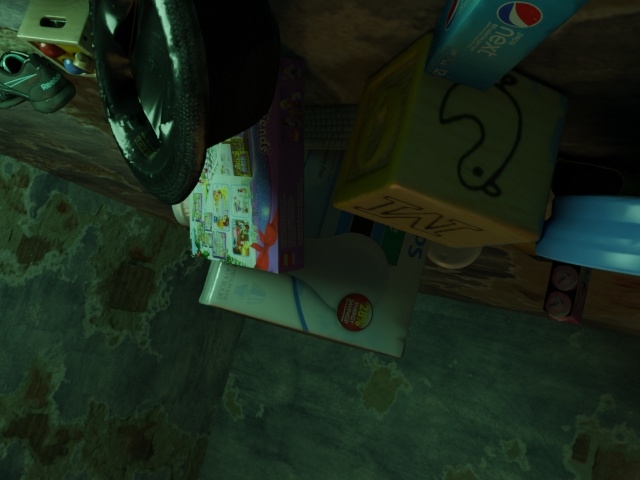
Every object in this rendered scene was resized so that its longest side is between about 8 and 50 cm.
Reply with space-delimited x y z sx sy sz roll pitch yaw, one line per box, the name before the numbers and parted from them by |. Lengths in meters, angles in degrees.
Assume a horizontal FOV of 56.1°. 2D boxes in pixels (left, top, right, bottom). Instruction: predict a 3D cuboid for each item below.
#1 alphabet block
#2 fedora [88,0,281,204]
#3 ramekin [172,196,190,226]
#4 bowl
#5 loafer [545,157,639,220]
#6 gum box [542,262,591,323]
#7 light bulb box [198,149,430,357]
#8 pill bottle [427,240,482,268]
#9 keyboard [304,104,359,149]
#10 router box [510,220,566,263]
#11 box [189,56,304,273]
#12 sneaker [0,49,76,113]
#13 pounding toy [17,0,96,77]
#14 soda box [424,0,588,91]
alphabet block | 0.154 -0.108 0.750 0.197 0.192 0.193 17 169 -17
fedora | -0.146 -0.201 0.683 0.153 0.333 0.334 -18 -170 -30
ramekin | -0.232 -0.128 1.282 0.109 0.207 0.207 4 170 7
bowl | 0.443 0.002 0.656 0.392 0.077 0.391 5 -176 0
loafer | 0.343 -0.080 0.908 0.269 0.101 0.092 -1 162 32
gum box | 0.529 0.084 1.278 0.062 0.188 0.107 9 170 34
light bulb box | 0.000 0.000 1.137 0.361 0.357 0.225 17 172 -14
pill bottle | 0.265 -0.018 1.235 0.117 0.117 0.215 15 -169 5
keyboard | 0.025 -0.174 0.929 0.256 0.072 0.014 8 165 40
router box | 0.477 -0.020 1.073 0.243 0.080 0.309 23 168 -38
box | -0.113 -0.109 0.882 0.201 0.293 0.057 9 -168 41
sneaker | -0.575 -0.314 1.140 0.268 0.101 0.106 11 148 32
pounding toy | -0.335 -0.275 0.844 0.141 0.100 0.130 13 171 20
soda box | 0.161 -0.205 0.519 0.071 0.067 0.210 16 171 -6
